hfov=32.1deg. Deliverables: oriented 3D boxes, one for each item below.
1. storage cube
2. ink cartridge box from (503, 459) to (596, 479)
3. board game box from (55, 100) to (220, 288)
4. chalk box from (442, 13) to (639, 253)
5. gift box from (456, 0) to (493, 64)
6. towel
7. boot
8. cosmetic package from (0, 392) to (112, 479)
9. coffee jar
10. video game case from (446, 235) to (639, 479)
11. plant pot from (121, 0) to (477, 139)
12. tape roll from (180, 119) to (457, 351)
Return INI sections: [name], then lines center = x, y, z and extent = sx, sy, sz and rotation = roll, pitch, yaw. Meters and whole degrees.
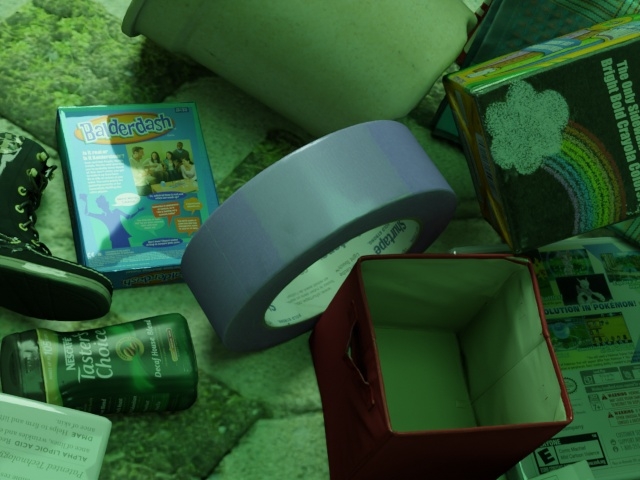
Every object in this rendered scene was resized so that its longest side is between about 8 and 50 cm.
[storage cube]
center = 0.108, 0.137, 1.123
extent = 0.215, 0.193, 0.183
rotation = -1, 61, -18
[ink cartridge box]
center = 0.221, 0.361, 1.054
extent = 0.239, 0.060, 0.275
rotation = -4, 61, -41
[board game box]
center = -0.196, -0.053, 1.221
extent = 0.160, 0.047, 0.210
rotation = -5, 63, -20
[chalk box]
center = 0.298, -0.126, 1.154
extent = 0.289, 0.179, 0.180
rotation = -17, 104, 0
[gift box]
center = 0.347, -0.312, 1.428
extent = 0.276, 0.255, 0.258
rotation = 47, 60, 4
[towel]
center = 0.335, -0.147, 1.297
extent = 0.370, 0.271, 0.040
rotation = 31, 39, 9
[boot]
center = -0.298, -0.021, 1.127
extent = 0.236, 0.085, 0.178
rotation = 12, 54, 11
[cosmetic package]
center = -0.281, 0.244, 0.958
extent = 0.151, 0.151, 0.183
rotation = 15, 58, -10
[coffee jar]
center = -0.217, 0.128, 1.090
extent = 0.184, 0.079, 0.096
rotation = -6, 63, -21
[video game case]
center = 0.332, 0.134, 1.293
extent = 0.329, 0.036, 0.300
rotation = -4, 62, -19
[plant pot]
center = -0.004, -0.266, 1.276
extent = 0.305, 0.334, 0.334
rotation = 40, 56, -7
[tape roll]
center = 0.000, 0.000, 1.118
extent = 0.275, 0.275, 0.090
rotation = -23, 71, -28
